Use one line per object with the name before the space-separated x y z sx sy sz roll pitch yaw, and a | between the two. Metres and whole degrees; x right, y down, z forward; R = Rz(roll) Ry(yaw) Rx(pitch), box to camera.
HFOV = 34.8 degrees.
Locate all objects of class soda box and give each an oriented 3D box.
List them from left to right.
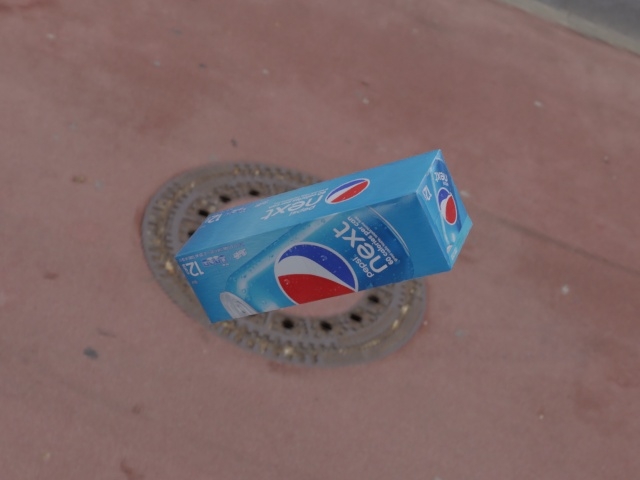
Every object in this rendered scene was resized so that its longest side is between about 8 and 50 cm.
soda box | 0.000 0.000 0.766 0.067 0.210 0.071 63 31 -20
